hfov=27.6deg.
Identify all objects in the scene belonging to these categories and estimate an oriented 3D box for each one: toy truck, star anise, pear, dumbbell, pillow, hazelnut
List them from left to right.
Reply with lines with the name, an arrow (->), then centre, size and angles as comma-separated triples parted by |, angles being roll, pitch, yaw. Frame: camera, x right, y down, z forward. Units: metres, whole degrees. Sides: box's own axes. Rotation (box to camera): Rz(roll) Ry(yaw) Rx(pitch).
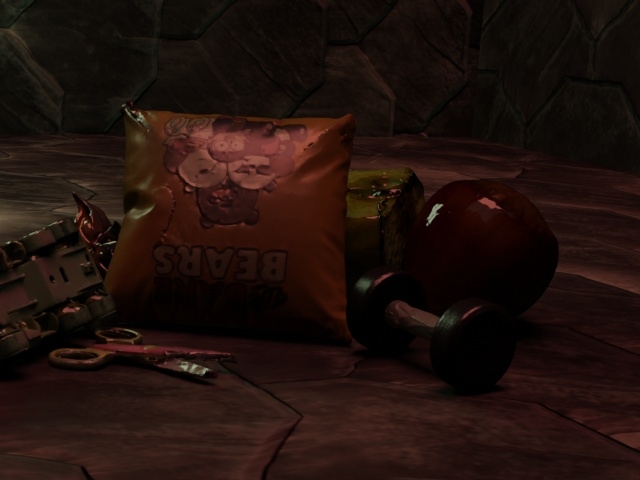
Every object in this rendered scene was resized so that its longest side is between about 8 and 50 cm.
toy truck -> -0.337, 0.070, 1.406 | 0.135, 0.128, 0.259 | -25, 1, 19
star anise -> -0.214, 0.029, 1.690 | 0.218, 0.148, 0.227 | -27, -39, 34
pillow -> -0.108, -0.028, 1.582 | 0.310, 0.312, 0.119 | 4, -24, 0
pear -> 0.000, 0.000, 1.747 | 0.255, 0.164, 0.238 | 2, 19, 14
dumbbell -> 0.119, 0.095, 1.431 | 0.100, 0.100, 0.191 | -3, 13, -34
hazelnut -> 0.188, 0.028, 1.641 | 0.208, 0.208, 0.208 | 4, 11, -1

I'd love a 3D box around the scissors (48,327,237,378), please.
scissors -> -0.183, 0.122, 1.384 | 0.187, 0.020, 0.133 | 6, 14, 20
